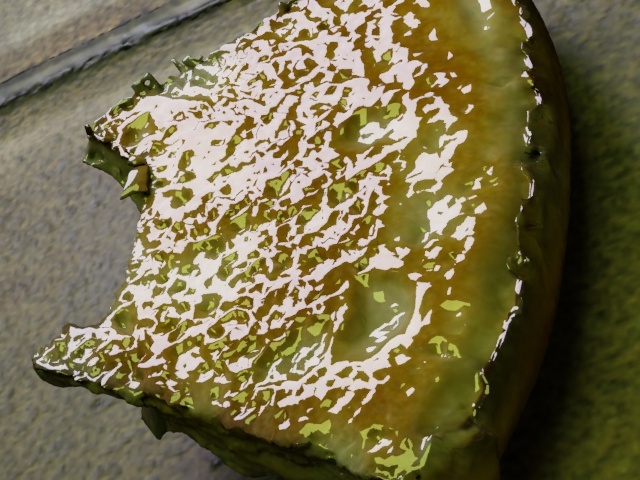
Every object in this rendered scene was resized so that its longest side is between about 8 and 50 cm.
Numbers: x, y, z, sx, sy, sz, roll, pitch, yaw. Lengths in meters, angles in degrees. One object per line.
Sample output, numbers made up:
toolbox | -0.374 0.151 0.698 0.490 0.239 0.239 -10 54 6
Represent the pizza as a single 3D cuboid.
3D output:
pizza | 0.000 0.000 0.797 0.223 0.089 0.323 -13 45 20
